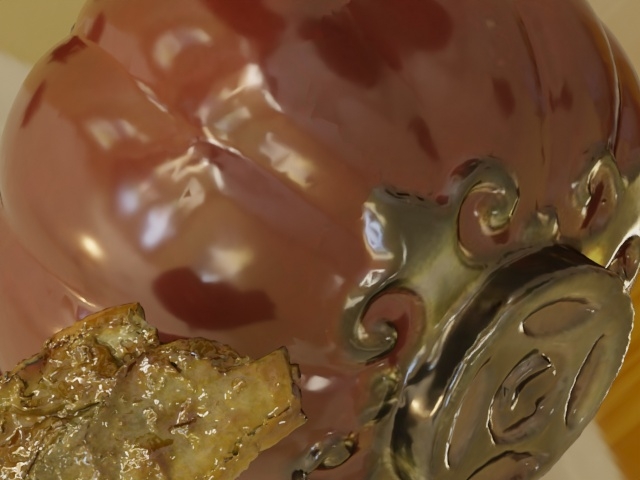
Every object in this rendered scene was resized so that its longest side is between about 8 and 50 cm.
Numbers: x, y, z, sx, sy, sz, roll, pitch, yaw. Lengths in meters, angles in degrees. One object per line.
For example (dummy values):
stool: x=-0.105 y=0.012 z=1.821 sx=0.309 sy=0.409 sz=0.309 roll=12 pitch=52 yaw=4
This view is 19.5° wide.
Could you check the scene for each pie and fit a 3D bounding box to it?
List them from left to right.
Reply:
pie: x=-0.081 y=0.083 z=0.604 sx=0.092 sy=0.170 sz=0.034 roll=47 pitch=168 yaw=-6

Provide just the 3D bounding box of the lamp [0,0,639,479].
lamp: x=0.000 y=0.000 z=0.785 sx=0.257 sy=0.303 sz=0.303 roll=38 pitch=-165 yaw=38
